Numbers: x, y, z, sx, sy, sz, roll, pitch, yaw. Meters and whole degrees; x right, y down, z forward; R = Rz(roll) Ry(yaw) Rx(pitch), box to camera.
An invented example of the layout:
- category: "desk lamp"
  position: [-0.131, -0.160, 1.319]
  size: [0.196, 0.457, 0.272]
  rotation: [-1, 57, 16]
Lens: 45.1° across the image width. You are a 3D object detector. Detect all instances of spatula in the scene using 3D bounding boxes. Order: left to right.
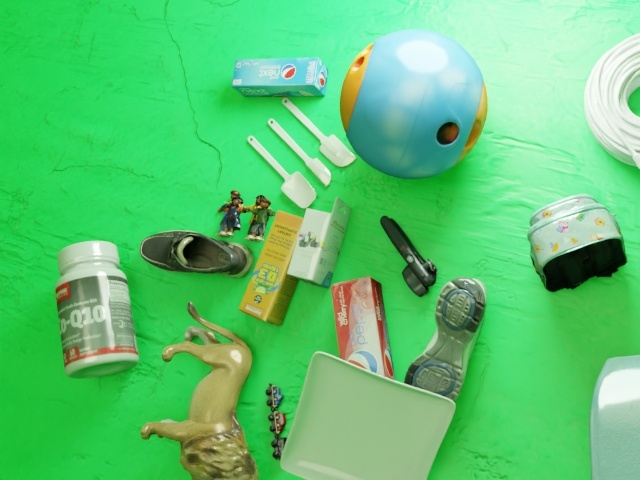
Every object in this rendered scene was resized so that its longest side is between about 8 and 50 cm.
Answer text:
- category: "spatula"
  position: [-0.055, -0.202, 1.731]
  size: [0.168, 0.019, 0.242]
  rotation: [-46, 66, 6]

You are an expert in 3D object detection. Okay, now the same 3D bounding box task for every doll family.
- category: "doll family"
  position: [-0.167, -0.058, 1.705]
  size: [0.193, 0.076, 0.111]
  rotation: [8, 82, 30]

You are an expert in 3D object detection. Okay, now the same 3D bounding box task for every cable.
- category: "cable"
  position: [0.630, -0.262, 1.443]
  size: [0.257, 0.089, 0.257]
  rotation: [-43, 66, 6]

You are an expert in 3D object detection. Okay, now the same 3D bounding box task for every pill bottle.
- category: "pill bottle"
  position: [-0.511, 0.156, 1.744]
  size: [0.161, 0.161, 0.283]
  rotation: [-19, 71, 16]

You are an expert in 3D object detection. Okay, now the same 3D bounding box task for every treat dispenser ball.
- category: "treat dispenser ball"
  position: [0.180, -0.264, 1.507]
  size: [0.288, 0.288, 0.288]
  rotation: [-5, 76, 20]

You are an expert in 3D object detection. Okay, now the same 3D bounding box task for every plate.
- category: "plate"
  position: [0.085, 0.363, 1.460]
  size: [0.278, 0.045, 0.277]
  rotation: [19, 111, 8]

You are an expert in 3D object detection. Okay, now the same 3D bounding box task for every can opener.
- category: "can opener"
  position: [0.175, 0.023, 1.566]
  size: [0.073, 0.059, 0.186]
  rotation: [-34, 68, 11]

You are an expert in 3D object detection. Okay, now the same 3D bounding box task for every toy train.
- category: "toy train"
  position: [-0.089, 0.374, 1.602]
  size: [0.036, 0.027, 0.158]
  rotation: [-12, 74, 14]

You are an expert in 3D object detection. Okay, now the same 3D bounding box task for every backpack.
- category: "backpack"
  position: [0.458, 0.000, 1.392]
  size: [0.165, 0.188, 0.144]
  rotation: [-19, 71, 17]

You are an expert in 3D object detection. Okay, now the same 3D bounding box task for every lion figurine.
- category: "lion figurine"
  position: [-0.219, 0.329, 1.606]
  size: [0.240, 0.142, 0.392]
  rotation: [6, 75, 15]

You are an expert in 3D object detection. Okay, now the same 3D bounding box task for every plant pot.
- category: "plant pot"
  position: [0.561, 0.323, 1.256]
  size: [0.247, 0.248, 0.252]
  rotation: [-10, 56, 19]

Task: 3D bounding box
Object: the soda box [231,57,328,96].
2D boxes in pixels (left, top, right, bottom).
- category: "soda box"
  position: [-0.092, -0.370, 1.755]
  size: [0.210, 0.071, 0.067]
  rotation: [4, 80, 22]

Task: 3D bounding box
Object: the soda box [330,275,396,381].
- category: "soda box"
  position: [0.089, 0.211, 1.542]
  size: [0.092, 0.083, 0.263]
  rotation: [-13, 74, 18]

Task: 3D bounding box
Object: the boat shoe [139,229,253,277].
- category: "boat shoe"
  position: [-0.292, 0.025, 1.727]
  size: [0.285, 0.092, 0.103]
  rotation: [10, 81, 23]

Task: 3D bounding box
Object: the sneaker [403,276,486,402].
- category: "sneaker"
  position: [0.254, 0.206, 1.469]
  size: [0.111, 0.129, 0.297]
  rotation: [28, 107, 22]

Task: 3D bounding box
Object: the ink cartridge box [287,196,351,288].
- category: "ink cartridge box"
  position: [0.000, 0.000, 1.614]
  size: [0.061, 0.104, 0.181]
  rotation: [14, 82, 23]

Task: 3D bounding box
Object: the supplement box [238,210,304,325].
- category: "supplement box"
  position: [-0.088, 0.060, 1.650]
  size: [0.078, 0.080, 0.233]
  rotation: [19, 86, 25]
